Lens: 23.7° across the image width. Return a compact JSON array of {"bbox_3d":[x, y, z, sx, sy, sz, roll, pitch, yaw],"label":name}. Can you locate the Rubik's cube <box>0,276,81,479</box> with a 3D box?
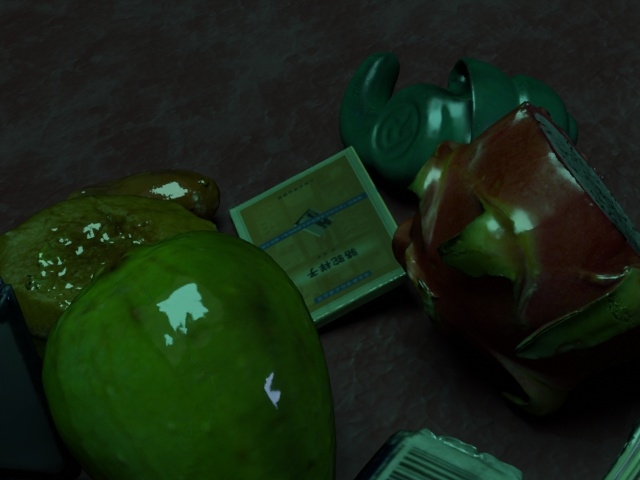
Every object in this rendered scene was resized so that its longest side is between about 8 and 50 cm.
[{"bbox_3d":[-0.450,0.132,1.465,0.305,0.310,0.307,-29,45,-18],"label":"Rubik's cube"}]

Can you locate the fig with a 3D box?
[{"bbox_3d":[-0.101,0.152,1.392,0.258,0.258,0.326,-30,88,-23],"label":"fig"}]

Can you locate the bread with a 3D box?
[{"bbox_3d":[-0.222,0.050,1.642,0.268,0.145,0.268,-2,39,2],"label":"bread"}]

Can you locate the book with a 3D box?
[{"bbox_3d":[0.000,-0.001,1.722,0.170,0.018,0.241,-28,41,1],"label":"book"}]

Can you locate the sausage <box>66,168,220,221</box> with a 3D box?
[{"bbox_3d":[-0.206,-0.037,1.791,0.179,0.089,0.089,-5,40,9],"label":"sausage"}]

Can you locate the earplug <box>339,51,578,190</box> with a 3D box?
[{"bbox_3d":[0.162,-0.135,1.811,0.280,0.163,0.257,6,6,0],"label":"earplug"}]

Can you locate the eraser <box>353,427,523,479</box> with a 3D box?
[{"bbox_3d":[0.049,0.314,1.318,0.155,0.101,0.332,21,50,28],"label":"eraser"}]

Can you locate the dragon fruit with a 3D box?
[{"bbox_3d":[0.202,0.028,1.513,0.226,0.305,0.305,-35,39,13],"label":"dragon fruit"}]

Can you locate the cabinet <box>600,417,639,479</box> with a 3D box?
[{"bbox_3d":[0.328,0.335,1.098,0.318,0.290,0.227,21,51,27],"label":"cabinet"}]
